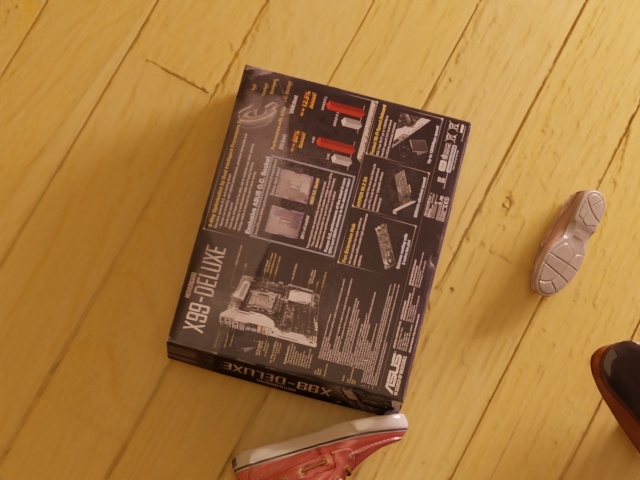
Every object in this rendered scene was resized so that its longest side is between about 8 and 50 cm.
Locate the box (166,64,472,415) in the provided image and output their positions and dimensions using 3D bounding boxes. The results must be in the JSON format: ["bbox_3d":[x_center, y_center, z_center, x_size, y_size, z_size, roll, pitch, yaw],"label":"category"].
[{"bbox_3d":[0.000,0.000,1.982,0.242,0.076,0.307,14,74,1],"label":"box"}]

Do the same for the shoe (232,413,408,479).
[{"bbox_3d":[0.007,0.228,1.929,0.178,0.063,0.081,-15,77,-2],"label":"shoe"}]

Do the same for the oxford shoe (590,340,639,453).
[{"bbox_3d":[0.341,0.189,1.959,0.076,0.076,0.212,-34,95,-14],"label":"oxford shoe"}]

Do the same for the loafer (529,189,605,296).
[{"bbox_3d":[0.249,0.003,2.022,0.045,0.039,0.125,38,76,-27],"label":"loafer"}]
